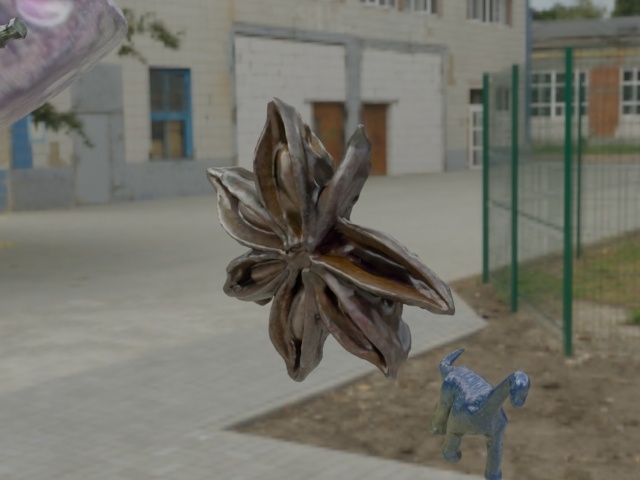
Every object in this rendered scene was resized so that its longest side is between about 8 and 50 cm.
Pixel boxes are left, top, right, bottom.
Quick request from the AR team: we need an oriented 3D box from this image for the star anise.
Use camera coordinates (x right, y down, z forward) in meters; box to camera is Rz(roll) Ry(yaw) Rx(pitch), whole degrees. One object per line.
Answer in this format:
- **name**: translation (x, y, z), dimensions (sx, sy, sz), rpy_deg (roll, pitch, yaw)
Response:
- **star anise**: translation (-0.008, 0.010, 0.743), dimensions (0.197, 0.212, 0.073), rpy_deg (-30, -2, 42)

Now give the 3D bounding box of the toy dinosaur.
- **toy dinosaur**: translation (0.175, 0.150, 1.128), dimensions (0.075, 0.188, 0.248), rpy_deg (7, 33, -6)

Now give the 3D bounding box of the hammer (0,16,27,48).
- **hammer**: translation (-0.316, -0.215, 0.813), dimensions (0.062, 0.017, 0.182), rpy_deg (-15, -41, 25)

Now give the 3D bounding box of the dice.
- **dice**: translation (-0.444, -0.322, 1.402), dimensions (0.270, 0.271, 0.270), rpy_deg (-38, 9, -3)
